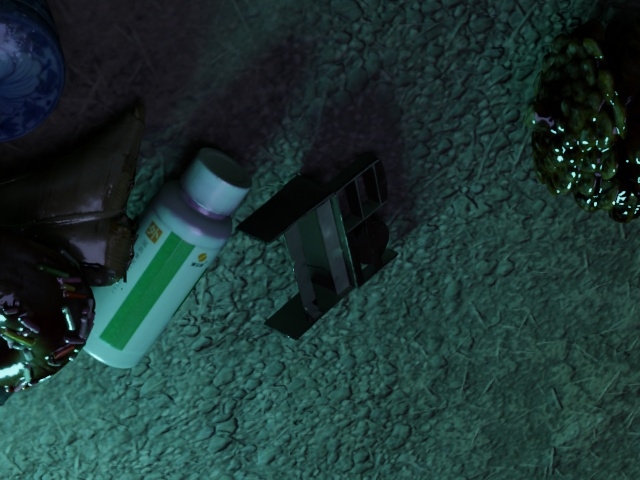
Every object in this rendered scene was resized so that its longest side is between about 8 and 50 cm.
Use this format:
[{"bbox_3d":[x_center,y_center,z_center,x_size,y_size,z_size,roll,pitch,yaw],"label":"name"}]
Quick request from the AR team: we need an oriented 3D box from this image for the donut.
[{"bbox_3d":[-0.357,0.069,1.522,0.269,0.103,0.270,4,149,3],"label":"donut"}]

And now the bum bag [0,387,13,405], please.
[{"bbox_3d":[-0.394,0.148,1.707,0.058,0.034,0.124,-25,130,13],"label":"bum bag"}]

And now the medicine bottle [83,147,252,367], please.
[{"bbox_3d":[-0.169,0.019,1.644,0.095,0.095,0.260,22,118,-31],"label":"medicine bottle"}]

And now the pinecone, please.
[{"bbox_3d":[0.339,-0.128,1.620,0.272,0.224,0.224,-4,127,-25],"label":"pinecone"}]

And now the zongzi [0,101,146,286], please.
[{"bbox_3d":[-0.277,-0.059,1.563,0.194,0.099,0.197,9,100,-12],"label":"zongzi"}]

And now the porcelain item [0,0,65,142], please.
[{"bbox_3d":[-0.318,-0.174,1.436,0.147,0.114,0.147,-9,129,-11],"label":"porcelain item"}]

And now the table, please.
[{"bbox_3d":[0.000,0.000,1.700,0.175,0.062,0.146,-40,136,-28],"label":"table"}]
